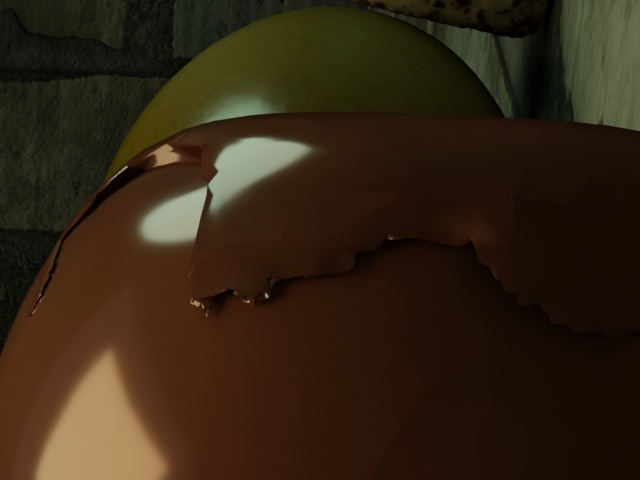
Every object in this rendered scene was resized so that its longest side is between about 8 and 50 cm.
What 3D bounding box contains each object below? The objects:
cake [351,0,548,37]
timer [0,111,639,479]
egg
[{"bbox_3d":[0.069,-0.240,1.058,0.112,0.135,0.246,94,178,-47],"label":"cake"},{"bbox_3d":[0.027,0.072,0.454,0.229,0.230,0.214,-103,17,-82],"label":"timer"},{"bbox_3d":[0.000,0.000,1.007,0.322,0.250,0.250,-71,-10,-49],"label":"egg"}]
